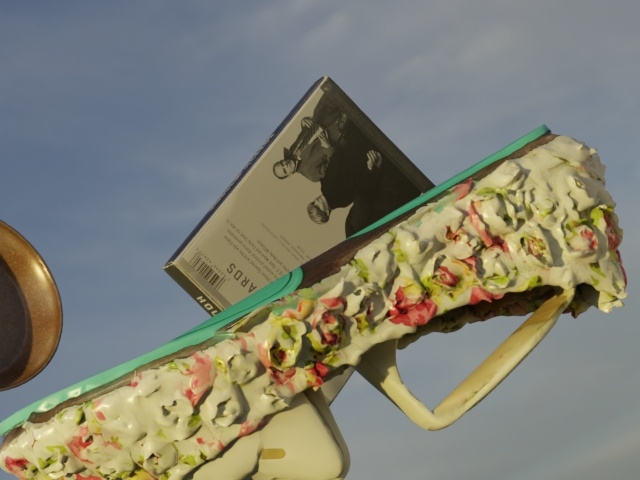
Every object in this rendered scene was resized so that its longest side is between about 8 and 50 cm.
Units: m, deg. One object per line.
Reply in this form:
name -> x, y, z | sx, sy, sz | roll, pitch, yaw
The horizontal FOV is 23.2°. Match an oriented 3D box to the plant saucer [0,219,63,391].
plant saucer -> -0.339, 0.059, 1.466 | 0.198, 0.198, 0.036 | -11, -21, -43

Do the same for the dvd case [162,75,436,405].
dvd case -> 0.000, 0.000, 1.315 | 0.238, 0.179, 0.029 | -52, 15, -31

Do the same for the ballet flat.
ballet flat -> 0.009, 0.040, 0.537 | 0.241, 0.077, 0.091 | -28, -6, -14
